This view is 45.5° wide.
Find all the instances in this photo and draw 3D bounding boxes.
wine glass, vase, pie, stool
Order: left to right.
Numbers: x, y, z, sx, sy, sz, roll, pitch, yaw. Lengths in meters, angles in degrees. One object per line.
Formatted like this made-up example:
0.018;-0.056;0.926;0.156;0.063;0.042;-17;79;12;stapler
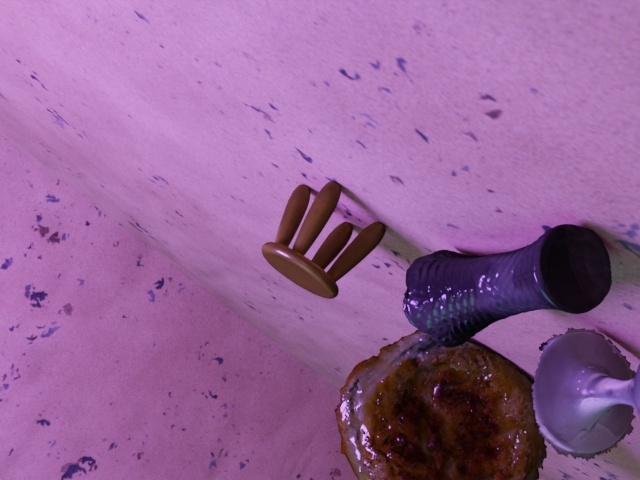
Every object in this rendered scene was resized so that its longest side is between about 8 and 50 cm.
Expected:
0.000;0.000;0.953;0.135;0.110;0.134;27;165;21;stool
0.192;0.300;1.143;0.355;0.288;0.103;34;166;-3;pie
0.178;0.043;0.754;0.115;0.115;0.237;36;162;-8;vase
0.323;0.140;0.688;0.143;0.143;0.321;35;162;-6;wine glass
